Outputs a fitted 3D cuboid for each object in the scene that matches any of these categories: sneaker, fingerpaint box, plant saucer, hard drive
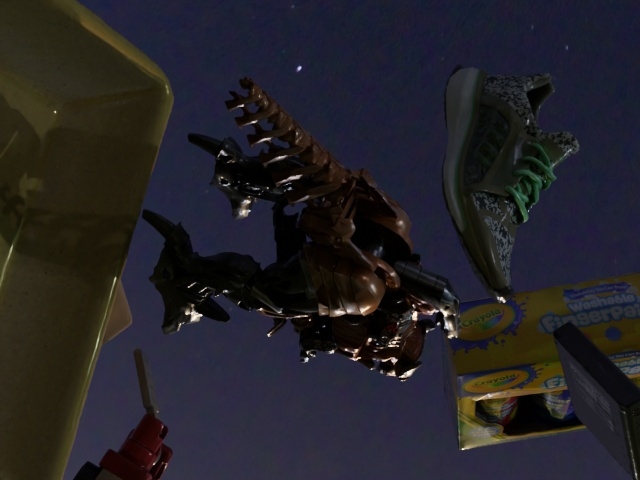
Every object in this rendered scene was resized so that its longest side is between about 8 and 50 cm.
[{"bbox_3d":[0.280,-0.108,1.081,0.182,0.410,0.158,-10,-32,23],"label":"sneaker"},{"bbox_3d":[0.477,0.252,1.497,0.445,0.163,0.371,-10,-38,3],"label":"fingerpaint box"},{"bbox_3d":[-0.241,-0.007,0.398,0.081,0.332,0.333,9,-11,25],"label":"plant saucer"},{"bbox_3d":[0.248,0.144,0.650,0.022,0.094,0.135,-31,-49,-4],"label":"hard drive"}]

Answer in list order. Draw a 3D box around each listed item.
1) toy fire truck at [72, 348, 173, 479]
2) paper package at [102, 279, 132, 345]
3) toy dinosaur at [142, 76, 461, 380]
[{"bbox_3d":[-0.307,0.333,1.246,0.158,0.246,0.217,30,-23,3],"label":"toy fire truck"},{"bbox_3d":[-0.437,0.048,0.965,0.168,0.309,0.324,31,-37,30],"label":"paper package"},{"bbox_3d":[0.000,0.000,0.563,0.218,0.164,0.322,14,-49,25],"label":"toy dinosaur"}]
